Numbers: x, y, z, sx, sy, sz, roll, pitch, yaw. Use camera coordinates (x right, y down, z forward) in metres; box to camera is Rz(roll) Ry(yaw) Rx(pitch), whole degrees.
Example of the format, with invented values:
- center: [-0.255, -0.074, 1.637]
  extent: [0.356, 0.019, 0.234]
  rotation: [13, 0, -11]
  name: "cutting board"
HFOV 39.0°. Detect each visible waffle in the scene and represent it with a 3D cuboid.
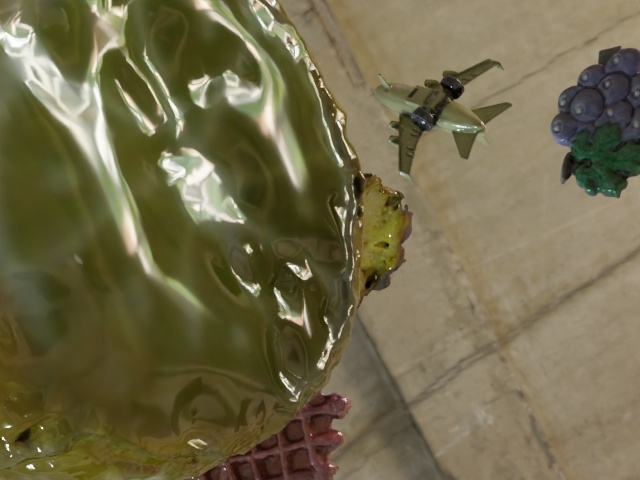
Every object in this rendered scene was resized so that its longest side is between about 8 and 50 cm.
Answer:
- center: [-0.081, 0.223, 1.093]
  extent: [0.221, 0.234, 0.055]
  rotation: [-59, 167, 4]
  name: "waffle"

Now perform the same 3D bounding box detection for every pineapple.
- center: [0.000, 0.000, 1.002]
  extent: [0.225, 0.224, 0.076]
  rotation: [-30, -137, -7]
  name: "pineapple"

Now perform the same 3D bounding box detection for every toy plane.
- center: [0.165, -0.200, 1.367]
  extent: [0.244, 0.092, 0.229]
  rotation: [32, -102, 39]
  name: "toy plane"

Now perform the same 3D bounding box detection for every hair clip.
- center: [0.333, -0.136, 1.055]
  extent: [0.124, 0.052, 0.195]
  rotation: [-8, -116, 36]
  name: "hair clip"

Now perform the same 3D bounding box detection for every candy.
- center: [-0.089, -0.022, 0.394]
  extent: [0.118, 0.259, 0.260]
  rotation: [-16, -161, 40]
  name: "candy"
